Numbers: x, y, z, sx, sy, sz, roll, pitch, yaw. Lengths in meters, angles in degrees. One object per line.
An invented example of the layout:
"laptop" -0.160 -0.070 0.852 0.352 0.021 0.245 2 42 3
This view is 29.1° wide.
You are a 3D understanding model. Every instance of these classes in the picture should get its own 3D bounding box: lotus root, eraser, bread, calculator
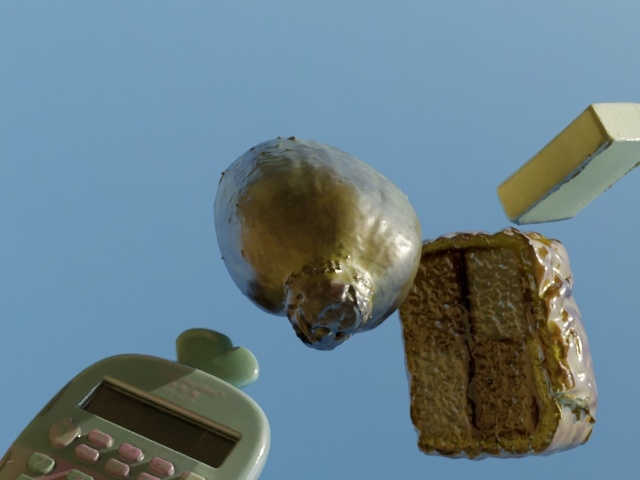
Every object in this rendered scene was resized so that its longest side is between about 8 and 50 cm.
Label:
"lotus root" 0.000 0.000 1.028 0.173 0.173 0.309 -34 -163 0
"eraser" 0.291 -0.085 1.385 0.172 0.117 0.058 -45 -118 44
"bread" 0.165 0.096 1.166 0.181 0.096 0.222 -15 -103 36
"calculator" -0.145 0.174 0.965 0.185 0.041 0.299 19 -137 19
